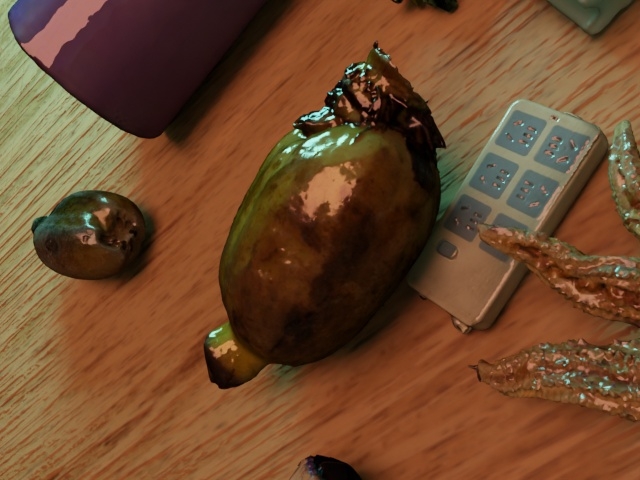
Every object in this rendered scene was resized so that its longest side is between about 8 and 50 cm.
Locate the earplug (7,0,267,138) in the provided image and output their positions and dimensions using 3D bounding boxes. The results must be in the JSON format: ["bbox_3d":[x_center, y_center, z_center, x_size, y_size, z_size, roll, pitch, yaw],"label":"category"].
[{"bbox_3d":[-0.126,-0.346,0.738,0.456,0.215,0.215,-45,52,12],"label":"earplug"}]

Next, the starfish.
[{"bbox_3d":[0.219,0.068,0.386,0.293,0.084,0.302,30,86,37],"label":"starfish"}]

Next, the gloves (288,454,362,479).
[{"bbox_3d":[-0.061,0.304,0.491,0.312,0.135,0.210,-52,57,14],"label":"gloves"}]

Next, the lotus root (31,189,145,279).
[{"bbox_3d":[-0.296,-0.008,0.815,0.192,0.088,0.113,2,59,39],"label":"lotus root"}]

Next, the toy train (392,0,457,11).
[{"bbox_3d":[0.116,-0.274,0.623,0.081,0.050,0.122,39,98,31],"label":"toy train"}]

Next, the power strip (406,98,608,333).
[{"bbox_3d":[0.144,-0.021,0.517,0.081,0.035,0.192,36,96,40],"label":"power strip"}]

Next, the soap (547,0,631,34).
[{"bbox_3d":[0.188,-0.275,0.525,0.119,0.066,0.198,-45,66,13],"label":"soap"}]

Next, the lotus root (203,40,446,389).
[{"bbox_3d":[0.000,0.000,0.543,0.314,0.141,0.169,-57,18,17],"label":"lotus root"}]
